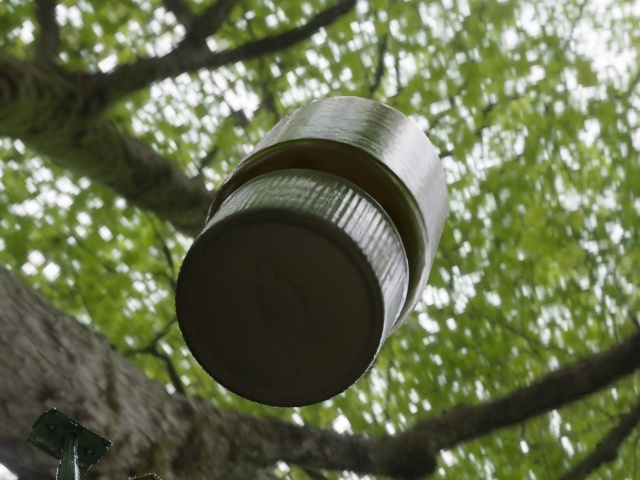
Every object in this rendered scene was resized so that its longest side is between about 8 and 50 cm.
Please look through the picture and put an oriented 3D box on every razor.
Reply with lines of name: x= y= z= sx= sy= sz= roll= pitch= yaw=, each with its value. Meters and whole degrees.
razor: x=-0.209 y=0.197 z=1.049 sx=0.040 sy=0.068 sz=0.135 roll=-51 pitch=-160 yaw=13

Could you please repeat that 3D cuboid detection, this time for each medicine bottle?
medicine bottle: x=0.000 y=0.000 z=1.248 sx=0.224 sy=0.224 sz=0.384 roll=-7 pitch=-164 yaw=14

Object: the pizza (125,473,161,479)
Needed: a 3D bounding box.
pizza: x=-0.137 y=0.228 z=1.120 sx=0.083 sy=0.016 sz=0.037 roll=24 pitch=-71 yaw=17
